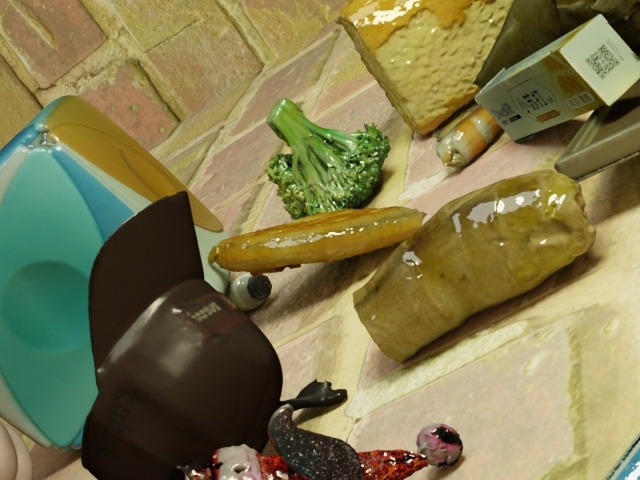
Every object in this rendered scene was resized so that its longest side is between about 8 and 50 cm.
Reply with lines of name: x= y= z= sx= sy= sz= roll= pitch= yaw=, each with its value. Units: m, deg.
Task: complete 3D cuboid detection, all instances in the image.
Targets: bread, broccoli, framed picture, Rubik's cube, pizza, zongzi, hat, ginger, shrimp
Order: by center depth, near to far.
hat: x=0.012 y=0.211 z=0.946 sx=0.227 sy=0.129 sz=0.140 roll=-20 pitch=59 yaw=0
hat: x=-0.099 y=0.127 z=1.128 sx=0.209 sy=0.336 sz=0.238 roll=13 pitch=19 yaw=19
ginger: x=0.145 y=0.019 z=1.142 sx=0.263 sy=0.116 sz=0.109 roll=-36 pitch=-6 yaw=20
framed picture: x=0.463 y=-0.206 z=1.149 sx=0.446 sy=0.028 sz=0.326 roll=-26 pitch=10 yaw=33
zongzi: x=0.331 y=-0.273 z=1.479 sx=0.393 sy=0.174 sz=0.356 roll=-47 pitch=15 yaw=26
pizza: x=0.000 y=0.000 z=1.509 sx=0.292 sy=0.058 sz=0.197 roll=-11 pitch=8 yaw=13
shrimp: x=0.185 y=-0.145 z=1.610 sx=0.161 sy=0.049 sz=0.166 roll=-43 pitch=16 yaw=-27
Rubik's cube: x=-0.353 y=0.035 z=1.636 sx=0.351 sy=0.347 sz=0.352 roll=-46 pitch=15 yaw=6
broccoli: x=-0.006 y=-0.133 z=1.716 sx=0.194 sy=0.194 sz=0.219 roll=-37 pitch=22 yaw=1
bread: x=0.229 y=-0.356 z=1.756 sx=0.375 sy=0.236 sz=0.165 roll=-37 pitch=14 yaw=3

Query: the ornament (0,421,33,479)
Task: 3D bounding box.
ornament: x=-0.451 y=0.308 z=1.478 sx=0.177 sy=0.177 sz=0.177 roll=-34 pitch=17 yaw=12

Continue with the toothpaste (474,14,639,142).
toothpaste: x=0.269 y=-0.180 z=1.350 sx=0.071 sy=0.089 sz=0.313 roll=-44 pitch=4 yaw=-7

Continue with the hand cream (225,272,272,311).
hand cream: x=-0.144 y=0.088 z=1.669 sx=0.234 sy=0.050 sz=0.080 roll=-21 pitch=30 yaw=55

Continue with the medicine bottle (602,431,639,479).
medicine bottle: x=0.234 y=0.130 z=0.755 sx=0.191 sy=0.051 sz=0.051 roll=-44 pitch=18 yaw=-22
